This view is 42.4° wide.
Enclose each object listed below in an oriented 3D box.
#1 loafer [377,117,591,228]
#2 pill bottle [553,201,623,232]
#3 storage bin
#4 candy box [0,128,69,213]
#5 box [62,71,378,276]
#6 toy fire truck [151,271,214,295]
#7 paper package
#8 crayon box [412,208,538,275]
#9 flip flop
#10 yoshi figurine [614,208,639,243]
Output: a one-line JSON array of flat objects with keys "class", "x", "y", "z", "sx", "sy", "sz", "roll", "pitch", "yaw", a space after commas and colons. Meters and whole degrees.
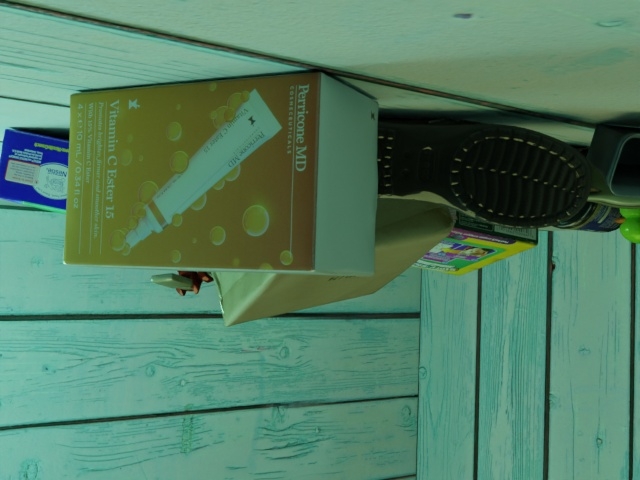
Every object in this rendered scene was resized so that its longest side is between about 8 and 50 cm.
[{"class": "loafer", "x": 0.180, "y": -0.113, "z": 1.112, "sx": 0.366, "sy": 0.133, "sz": 0.130, "roll": 11, "pitch": -159, "yaw": 0}, {"class": "pill bottle", "x": 0.489, "y": -0.076, "z": 1.484, "sx": 0.123, "sy": 0.122, "sz": 0.219, "roll": -1, "pitch": 177, "yaw": 45}, {"class": "storage bin", "x": 0.425, "y": -0.117, "z": 1.088, "sx": 0.135, "sy": 0.098, "sz": 0.091, "roll": 2, "pitch": -155, "yaw": -17}, {"class": "candy box", "x": -0.361, "y": -0.088, "z": 1.421, "sx": 0.268, "sy": 0.122, "sz": 0.317, "roll": 12, "pitch": 179, "yaw": 5}, {"class": "box", "x": -0.119, "y": -0.068, "z": 0.993, "sx": 0.345, "sy": 0.214, "sz": 0.168, "roll": 0, "pitch": 177, "yaw": 26}, {"class": "toy fire truck", "x": -0.214, "y": 0.035, "z": 1.620, "sx": 0.217, "sy": 0.158, "sz": 0.246, "roll": -23, "pitch": -149, "yaw": 21}, {"class": "paper package", "x": 0.000, "y": 0.000, "z": 1.404, "sx": 0.325, "sy": 0.168, "sz": 0.309, "roll": -11, "pitch": 161, "yaw": -28}, {"class": "crayon box", "x": 0.237, "y": -0.028, "z": 1.820, "sx": 0.363, "sy": 0.106, "sz": 0.313, "roll": 11, "pitch": 162, "yaw": -21}, {"class": "flip flop", "x": 0.404, "y": -0.104, "z": 1.290, "sx": 0.277, "sy": 0.112, "sz": 0.080, "roll": 4, "pitch": 152, "yaw": 5}, {"class": "yoshi figurine", "x": 0.680, "y": -0.037, "z": 1.404, "sx": 0.362, "sy": 0.203, "sz": 0.203, "roll": -3, "pitch": 144, "yaw": -29}]
